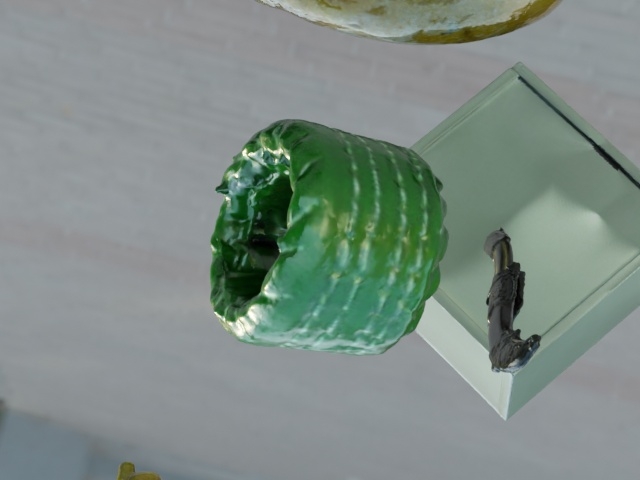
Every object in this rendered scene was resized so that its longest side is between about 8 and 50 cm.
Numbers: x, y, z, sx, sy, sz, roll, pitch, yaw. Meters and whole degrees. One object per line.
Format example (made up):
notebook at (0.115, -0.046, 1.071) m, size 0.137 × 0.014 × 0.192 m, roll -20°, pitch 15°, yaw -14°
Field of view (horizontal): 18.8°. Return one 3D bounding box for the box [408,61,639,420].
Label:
box at (0.173, 0.000, 1.760) m, size 0.225 × 0.225 × 0.117 m, roll 45°, pitch 163°, yaw 20°

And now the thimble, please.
thimble at (0.000, 0.000, 0.976) m, size 0.090 × 0.118 × 0.130 m, roll 11°, pitch -165°, yaw -23°

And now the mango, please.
mango at (0.063, -0.238, 1.570) m, size 0.316 × 0.146 × 0.193 m, roll 0°, pitch -149°, yaw -16°

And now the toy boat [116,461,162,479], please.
toy boat at (-0.179, 0.276, 1.342) m, size 0.099 × 0.318 × 0.141 m, roll 32°, pitch 136°, yaw 7°

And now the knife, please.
knife at (0.122, 0.042, 1.267) m, size 0.021 × 0.046 × 0.222 m, roll 29°, pitch -163°, yaw -9°
